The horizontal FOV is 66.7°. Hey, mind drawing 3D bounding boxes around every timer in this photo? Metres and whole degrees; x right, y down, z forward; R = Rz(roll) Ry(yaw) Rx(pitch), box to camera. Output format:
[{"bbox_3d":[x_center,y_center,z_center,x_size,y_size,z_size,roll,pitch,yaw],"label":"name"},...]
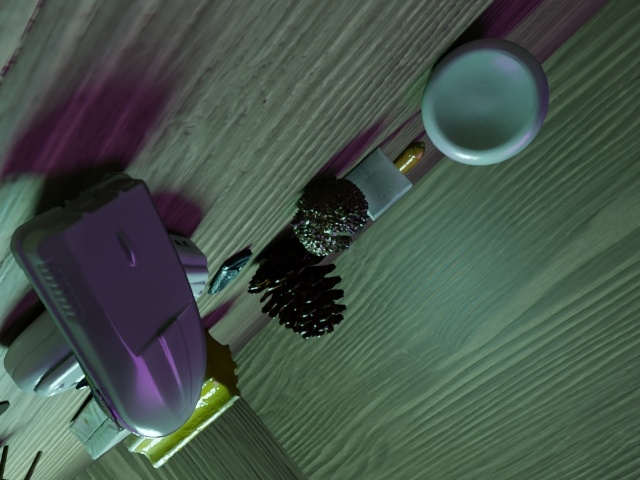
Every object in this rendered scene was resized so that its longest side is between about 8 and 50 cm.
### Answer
[{"bbox_3d":[-0.271,0.100,0.666,0.262,0.087,0.237,-42,173,0],"label":"timer"}]

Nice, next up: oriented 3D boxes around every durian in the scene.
[{"bbox_3d":[0.009,-0.054,1.077,0.196,0.167,0.196,-31,144,-26],"label":"durian"}]

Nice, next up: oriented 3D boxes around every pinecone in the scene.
[{"bbox_3d":[-0.047,0.131,1.308,0.246,0.292,0.246,-31,-164,10],"label":"pinecone"}]

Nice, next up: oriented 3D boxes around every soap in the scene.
[{"bbox_3d":[-0.417,0.471,1.499,0.335,0.156,0.293,-42,-154,5],"label":"soap"}]

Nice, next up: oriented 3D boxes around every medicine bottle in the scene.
[{"bbox_3d":[0.360,-0.289,1.059,0.241,0.241,0.302,-44,172,23],"label":"medicine bottle"}]

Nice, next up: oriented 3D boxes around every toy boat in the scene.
[{"bbox_3d":[-0.197,0.076,0.479,0.140,0.140,0.270,-35,136,-40],"label":"toy boat"}]

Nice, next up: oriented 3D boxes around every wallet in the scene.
[{"bbox_3d":[-0.207,0.076,1.112,0.088,0.026,0.129,-35,170,-44],"label":"wallet"}]

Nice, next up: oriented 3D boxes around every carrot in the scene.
[{"bbox_3d":[0.246,-0.229,1.596,0.271,0.062,0.066,-42,-153,36],"label":"carrot"}]

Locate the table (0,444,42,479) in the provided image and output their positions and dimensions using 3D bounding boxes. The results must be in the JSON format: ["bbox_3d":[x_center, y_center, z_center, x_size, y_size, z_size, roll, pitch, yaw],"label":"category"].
[{"bbox_3d":[-0.597,0.447,0.871,0.240,0.121,0.111,110,-9,-76],"label":"table"}]

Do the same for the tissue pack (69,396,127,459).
[{"bbox_3d":[-0.510,0.433,1.258,0.225,0.124,0.185,-45,174,37],"label":"tissue pack"}]

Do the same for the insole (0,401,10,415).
[{"bbox_3d":[-0.592,0.328,0.662,0.327,0.007,0.111,-35,172,-42],"label":"insole"}]

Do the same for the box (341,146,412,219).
[{"bbox_3d":[0.140,-0.142,1.227,0.130,0.129,0.051,-42,173,3],"label":"box"}]
